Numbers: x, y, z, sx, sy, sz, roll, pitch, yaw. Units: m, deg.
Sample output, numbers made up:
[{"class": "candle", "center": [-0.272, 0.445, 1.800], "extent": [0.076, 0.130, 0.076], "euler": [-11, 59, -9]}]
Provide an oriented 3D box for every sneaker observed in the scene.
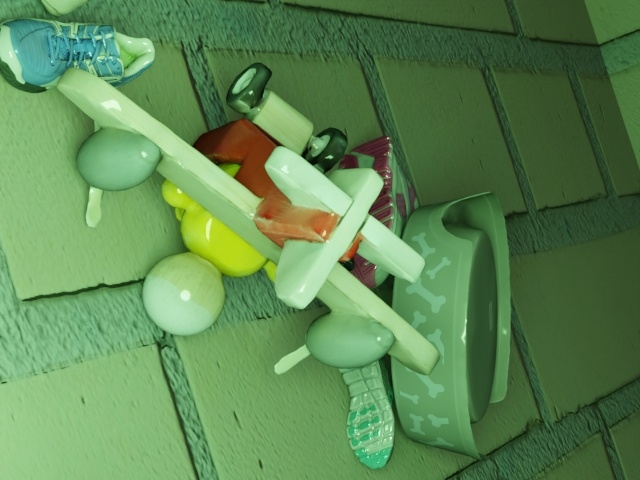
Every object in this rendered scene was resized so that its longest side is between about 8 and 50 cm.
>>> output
[{"class": "sneaker", "center": [0.069, 0.201, 1.996], "extent": [0.076, 0.065, 0.166], "euler": [31, 48, -59]}, {"class": "sneaker", "center": [0.083, -0.022, 2.124], "extent": [0.111, 0.103, 0.252], "euler": [50, 33, -32]}, {"class": "sneaker", "center": [-0.248, -0.192, 1.626], "extent": [0.211, 0.081, 0.080], "euler": [-7, 81, -62]}]

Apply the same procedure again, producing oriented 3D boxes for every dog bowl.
[{"class": "dog bowl", "center": [0.171, 0.109, 2.093], "extent": [0.349, 0.102, 0.349], "euler": [2, 90, -75]}]

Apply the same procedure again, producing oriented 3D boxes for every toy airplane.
[{"class": "toy airplane", "center": [-0.068, -0.003, 1.633], "extent": [0.386, 0.272, 0.384], "euler": [44, 5, 20]}]

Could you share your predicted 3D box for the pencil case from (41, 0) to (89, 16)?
[{"class": "pencil case", "center": [-0.147, -0.391, 1.587], "extent": [0.183, 0.410, 0.160], "euler": [64, 24, 3]}]

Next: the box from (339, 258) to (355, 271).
[{"class": "box", "center": [0.000, 0.000, 1.994], "extent": [0.052, 0.062, 0.083], "euler": [29, 48, -51]}]
